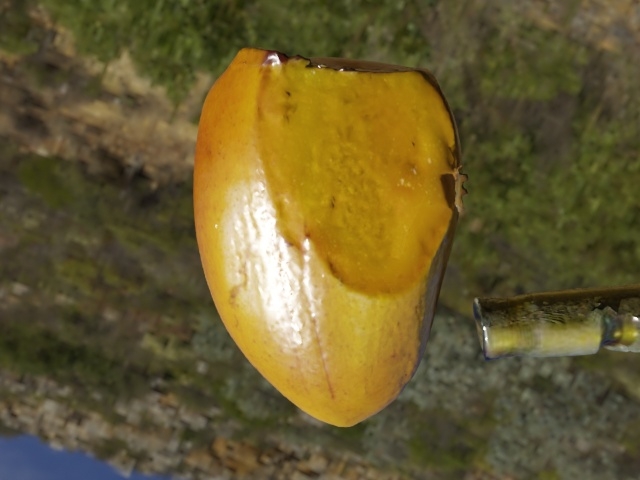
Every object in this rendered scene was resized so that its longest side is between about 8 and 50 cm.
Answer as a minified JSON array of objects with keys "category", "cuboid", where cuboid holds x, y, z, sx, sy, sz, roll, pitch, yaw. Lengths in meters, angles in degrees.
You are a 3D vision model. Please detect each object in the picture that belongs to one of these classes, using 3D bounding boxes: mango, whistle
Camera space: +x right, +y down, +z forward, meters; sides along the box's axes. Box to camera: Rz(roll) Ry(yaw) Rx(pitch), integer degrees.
[{"category":"mango","cuboid":[0.000,0.000,1.037,0.187,0.257,0.138,6,-173,-2]},{"category":"whistle","cuboid":[0.292,0.060,1.234,0.326,0.057,0.068,-5,-137,2]}]
